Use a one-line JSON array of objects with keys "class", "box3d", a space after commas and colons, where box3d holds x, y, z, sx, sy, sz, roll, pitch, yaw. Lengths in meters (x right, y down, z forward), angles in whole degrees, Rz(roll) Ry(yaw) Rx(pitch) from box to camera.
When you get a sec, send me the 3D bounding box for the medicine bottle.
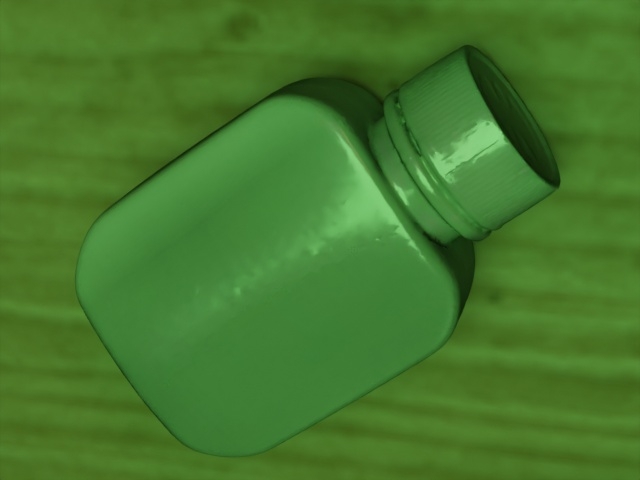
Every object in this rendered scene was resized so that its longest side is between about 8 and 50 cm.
[{"class": "medicine bottle", "box3d": [0.000, 0.000, 0.524, 0.183, 0.069, 0.119, -33, 94, 22]}]
